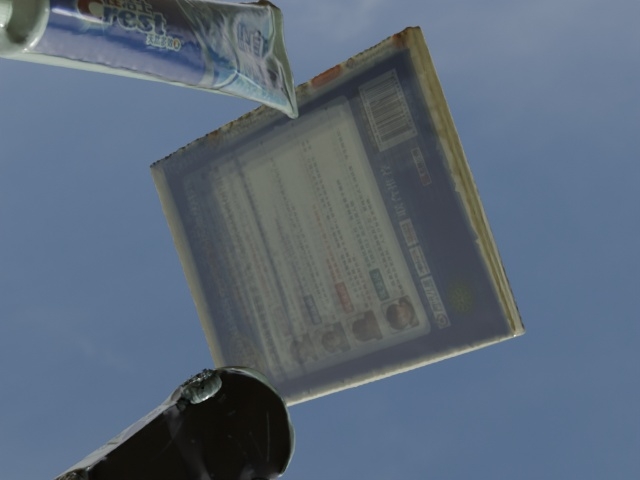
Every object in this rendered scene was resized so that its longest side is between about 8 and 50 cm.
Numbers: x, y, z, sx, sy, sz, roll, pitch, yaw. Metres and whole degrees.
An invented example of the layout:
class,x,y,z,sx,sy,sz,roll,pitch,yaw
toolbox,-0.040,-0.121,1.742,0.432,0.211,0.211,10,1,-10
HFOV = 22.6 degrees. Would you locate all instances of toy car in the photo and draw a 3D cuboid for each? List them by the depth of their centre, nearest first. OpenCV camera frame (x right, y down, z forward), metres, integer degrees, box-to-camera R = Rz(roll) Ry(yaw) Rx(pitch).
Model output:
class,x,y,z,sx,sy,sz,roll,pitch,yaw
toy car,-0.098,0.154,0.990,0.205,0.095,0.056,-37,-167,-37

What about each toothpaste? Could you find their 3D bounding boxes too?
class,x,y,z,sx,sy,sz,roll,pitch,yaw
toothpaste,-0.099,-0.113,0.891,0.069,0.047,0.268,49,-155,26

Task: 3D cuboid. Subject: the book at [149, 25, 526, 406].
class,x,y,z,sx,sy,sz,roll,pitch,yaw
book,0.000,0.000,1.200,0.018,0.228,0.322,-15,176,-43
